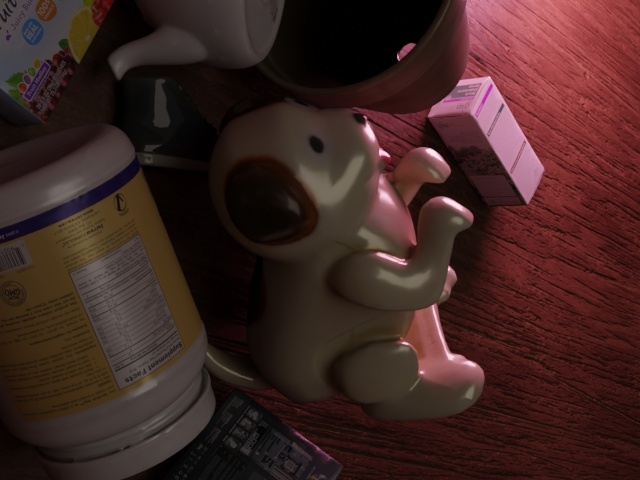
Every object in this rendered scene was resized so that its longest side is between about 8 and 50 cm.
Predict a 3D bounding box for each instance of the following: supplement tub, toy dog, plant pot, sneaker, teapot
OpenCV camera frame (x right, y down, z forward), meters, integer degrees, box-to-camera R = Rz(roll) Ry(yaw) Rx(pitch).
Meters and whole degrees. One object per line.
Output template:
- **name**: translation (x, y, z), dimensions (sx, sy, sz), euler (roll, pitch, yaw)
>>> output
- **supplement tub**: translation (-0.262, 0.067, 1.097), dimensions (0.241, 0.241, 0.331), euler (-37, 116, -41)
- **toy dog**: translation (0.000, 0.000, 1.299), dimensions (0.285, 0.395, 0.408), euler (-84, 161, -49)
- **plant pot**: translation (0.084, -0.312, 1.456), dimensions (0.280, 0.323, 0.323), euler (25, 71, -61)
- **sneaker**: translation (-0.160, -0.144, 1.324), dimensions (0.222, 0.083, 0.118), euler (3, 87, -46)
- **teapot**: translation (-0.152, -0.341, 1.271), dimensions (0.256, 0.187, 0.253), euler (-58, 154, -64)

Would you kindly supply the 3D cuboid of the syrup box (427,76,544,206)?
- **syrup box**: translation (0.294, -0.170, 1.809), dimensions (0.237, 0.093, 0.096), euler (52, 55, -34)

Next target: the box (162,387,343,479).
- **box**: translation (-0.106, 0.334, 1.328), dimensions (0.183, 0.059, 0.233), euler (35, 56, 4)

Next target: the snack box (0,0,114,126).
- **snack box**: translation (-0.339, -0.259, 1.140), dimensions (0.174, 0.070, 0.207), euler (43, 59, -39)
